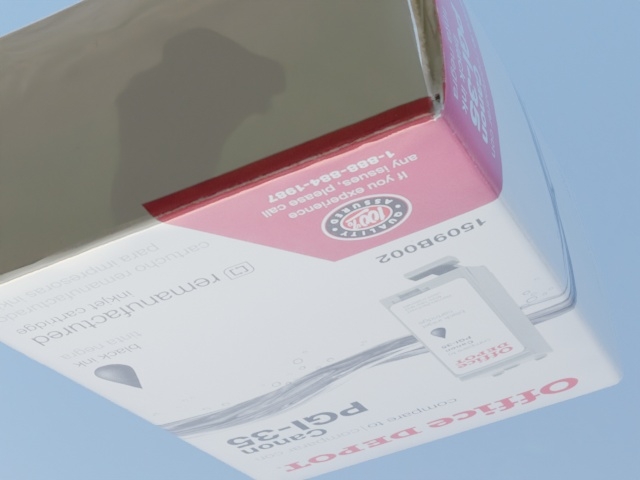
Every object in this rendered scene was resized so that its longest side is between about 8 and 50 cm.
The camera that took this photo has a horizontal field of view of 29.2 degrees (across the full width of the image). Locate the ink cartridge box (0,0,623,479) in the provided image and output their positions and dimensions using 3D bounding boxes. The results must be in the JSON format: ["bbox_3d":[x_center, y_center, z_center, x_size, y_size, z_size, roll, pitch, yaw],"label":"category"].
[{"bbox_3d":[0.000,0.000,0.548,0.207,0.283,0.117,-20,-122,17],"label":"ink cartridge box"}]
